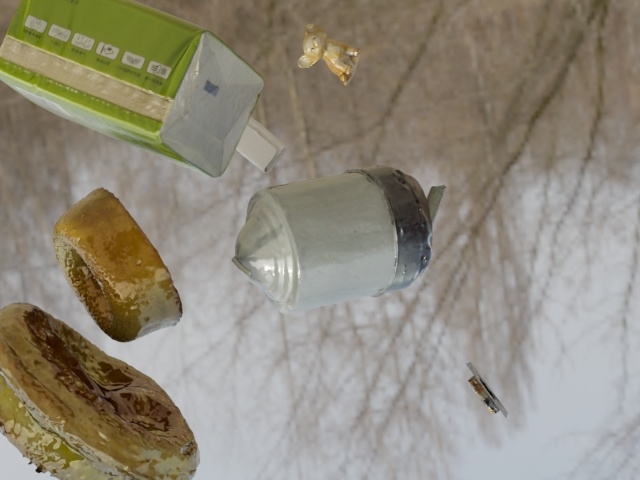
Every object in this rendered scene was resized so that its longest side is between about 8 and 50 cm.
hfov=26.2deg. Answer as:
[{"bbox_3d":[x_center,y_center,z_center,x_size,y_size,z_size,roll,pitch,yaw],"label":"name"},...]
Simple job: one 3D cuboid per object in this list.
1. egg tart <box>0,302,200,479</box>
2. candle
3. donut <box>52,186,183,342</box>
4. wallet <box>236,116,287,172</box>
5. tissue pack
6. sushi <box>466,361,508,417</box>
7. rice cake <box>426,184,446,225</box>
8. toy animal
[{"bbox_3d":[-0.401,0.288,2.289,0.178,0.443,0.443,-50,-173,5],"label":"egg tart"},{"bbox_3d":[0.000,0.000,2.245,0.343,0.221,0.221,-10,-171,-23],"label":"candle"},{"bbox_3d":[-0.358,0.053,2.357,0.108,0.277,0.277,-32,-162,-25],"label":"donut"},{"bbox_3d":[-0.114,-0.169,2.357,0.122,0.061,0.025,41,180,32],"label":"wallet"},{"bbox_3d":[-0.247,-0.216,1.791,0.275,0.167,0.200,22,176,23],"label":"tissue pack"},{"bbox_3d":[0.292,0.275,2.484,0.026,0.120,0.126,-36,172,6],"label":"sushi"},{"bbox_3d":[0.201,-0.039,2.626,0.033,0.033,0.207,22,-134,3],"label":"rice cake"},{"bbox_3d":[0.009,-0.247,1.830,0.083,0.060,0.081,22,173,4],"label":"toy animal"}]
